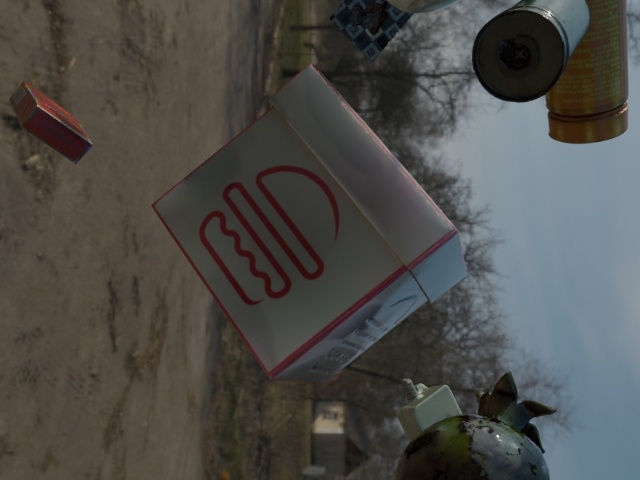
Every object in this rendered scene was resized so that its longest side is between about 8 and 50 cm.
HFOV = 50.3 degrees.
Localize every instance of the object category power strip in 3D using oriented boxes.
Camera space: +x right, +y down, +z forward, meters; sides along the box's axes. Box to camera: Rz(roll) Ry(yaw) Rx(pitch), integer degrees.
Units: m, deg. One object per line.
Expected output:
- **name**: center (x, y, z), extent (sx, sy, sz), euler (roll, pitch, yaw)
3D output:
- **power strip**: center (0.225, 0.380, 1.137), extent (0.058, 0.098, 0.338), euler (-31, -96, 55)

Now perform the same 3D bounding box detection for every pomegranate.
- **pomegranate**: center (0.154, 0.217, 0.632), extent (0.148, 0.169, 0.148), euler (40, -30, 29)

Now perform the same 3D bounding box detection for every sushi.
- **sushi**: center (0.127, -0.505, 1.456), extent (0.201, 0.139, 0.031), euler (-48, -155, 8)

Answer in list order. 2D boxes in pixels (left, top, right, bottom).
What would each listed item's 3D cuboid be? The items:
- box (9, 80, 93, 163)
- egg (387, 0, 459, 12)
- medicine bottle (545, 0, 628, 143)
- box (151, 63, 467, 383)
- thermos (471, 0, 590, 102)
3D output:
- **box**: center (-0.463, -0.205, 1.166), extent (0.112, 0.048, 0.175), euler (40, 1, -39)
- **egg**: center (0.183, -0.453, 1.028), extent (0.183, 0.217, 0.183), euler (43, -24, 24)
- **medicine bottle**: center (0.313, -0.220, 0.808), extent (0.096, 0.096, 0.192), euler (-88, 166, -62)
- **box**: center (0.000, 0.000, 0.996), extent (0.312, 0.300, 0.314), euler (53, 3, 19)
- **thermos**: center (0.191, -0.187, 0.606), extent (0.073, 0.083, 0.187), euler (-49, 177, 38)
